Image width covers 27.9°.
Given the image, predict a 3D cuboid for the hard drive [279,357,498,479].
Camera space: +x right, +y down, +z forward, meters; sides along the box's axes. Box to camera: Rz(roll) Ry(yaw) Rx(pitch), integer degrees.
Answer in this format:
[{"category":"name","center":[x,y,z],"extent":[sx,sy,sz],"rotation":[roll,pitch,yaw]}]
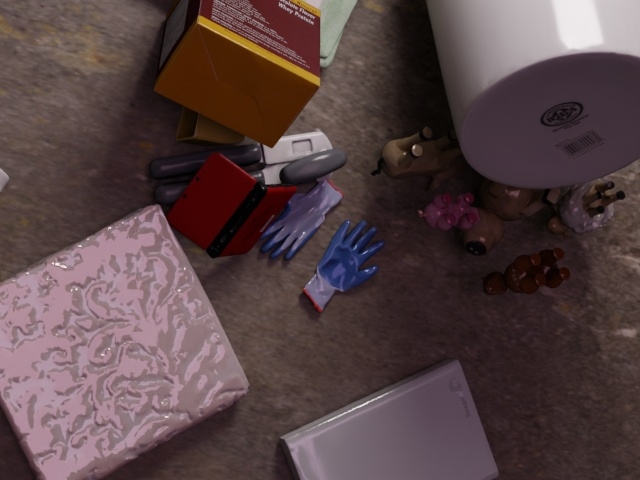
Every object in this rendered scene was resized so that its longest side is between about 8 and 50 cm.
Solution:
[{"category":"hard drive","center":[0.110,0.334,1.982],"extent":[0.307,0.040,0.203],"rotation":[-22,97,-19]}]

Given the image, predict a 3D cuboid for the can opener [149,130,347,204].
[{"category":"can opener","center":[-0.102,-0.107,1.874],"extent":[0.283,0.095,0.076],"rotation":[-10,91,-21]}]

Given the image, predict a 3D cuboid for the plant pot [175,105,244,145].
[{"category":"plant pot","center":[-0.152,-0.174,1.868],"extent":[0.083,0.081,0.082],"rotation":[15,84,-25]}]

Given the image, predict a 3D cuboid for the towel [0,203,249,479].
[{"category":"towel","center":[-0.305,0.157,1.819],"extent":[0.331,0.053,0.317],"rotation":[-28,98,-19]}]

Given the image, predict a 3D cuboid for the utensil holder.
[{"category":"utensil holder","center":[0.315,-0.315,1.832],"extent":[0.327,0.327,0.385],"rotation":[8,54,-21]}]

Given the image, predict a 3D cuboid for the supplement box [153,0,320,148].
[{"category":"supplement box","center":[-0.112,-0.268,1.801],"extent":[0.191,0.129,0.194],"rotation":[25,38,-21]}]

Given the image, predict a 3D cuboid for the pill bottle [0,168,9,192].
[{"category":"pill bottle","center":[-0.510,-0.021,1.707],"extent":[0.117,0.117,0.215],"rotation":[38,77,-17]}]

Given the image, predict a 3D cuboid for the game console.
[{"category":"game console","center":[-0.128,-0.052,1.853],"extent":[0.124,0.144,0.085],"rotation":[-7,53,-54]}]

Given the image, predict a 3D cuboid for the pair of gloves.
[{"category":"pair of gloves","center":[0.000,0.000,1.952],"extent":[0.159,0.023,0.198],"rotation":[-45,105,-16]}]

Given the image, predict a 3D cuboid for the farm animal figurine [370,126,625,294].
[{"category":"farm animal figurine","center":[0.262,-0.075,1.987],"extent":[0.330,0.172,0.327],"rotation":[50,61,-6]}]

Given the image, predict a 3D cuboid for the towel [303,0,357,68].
[{"category":"towel","center":[-0.081,-0.426,1.891],"extent":[0.324,0.038,0.248],"rotation":[24,94,-19]}]
